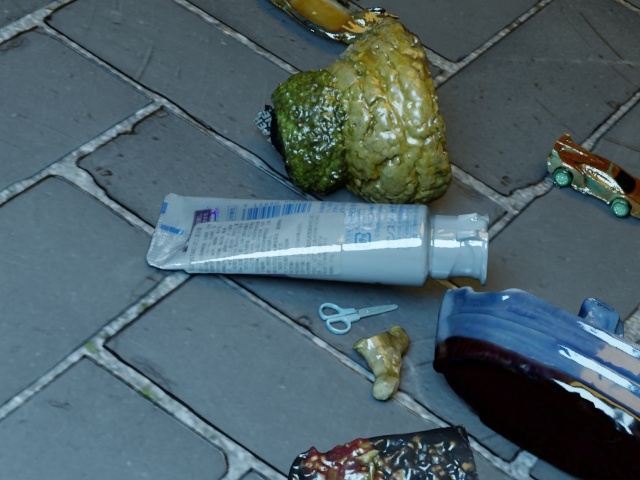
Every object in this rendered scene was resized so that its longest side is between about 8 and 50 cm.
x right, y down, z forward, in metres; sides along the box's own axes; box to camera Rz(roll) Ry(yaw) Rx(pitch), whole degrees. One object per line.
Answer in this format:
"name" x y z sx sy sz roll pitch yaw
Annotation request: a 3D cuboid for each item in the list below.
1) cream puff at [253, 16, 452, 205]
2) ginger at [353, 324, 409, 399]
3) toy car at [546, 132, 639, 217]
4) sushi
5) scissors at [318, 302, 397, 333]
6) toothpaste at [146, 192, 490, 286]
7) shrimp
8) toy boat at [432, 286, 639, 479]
"cream puff" 0.025 -0.109 1.729 0.169 0.183 0.183 -14 44 -2
"ginger" 0.052 0.097 1.571 0.048 0.030 0.097 21 36 -2
"toy car" 0.292 -0.063 1.877 0.122 0.035 0.059 28 34 11
"sushi" 0.042 0.225 1.323 0.150 0.153 0.172 -5 64 -4
"scissors" 0.037 0.065 1.622 0.083 0.006 0.036 -9 49 -33
"toothpaste" 0.000 0.000 1.616 0.299 0.073 0.114 3 37 5
"shrimp" 0.065 -0.285 2.022 0.290 0.054 0.222 -6 44 -26
"toy boat" 0.235 0.117 1.545 0.309 0.129 0.142 26 50 21
